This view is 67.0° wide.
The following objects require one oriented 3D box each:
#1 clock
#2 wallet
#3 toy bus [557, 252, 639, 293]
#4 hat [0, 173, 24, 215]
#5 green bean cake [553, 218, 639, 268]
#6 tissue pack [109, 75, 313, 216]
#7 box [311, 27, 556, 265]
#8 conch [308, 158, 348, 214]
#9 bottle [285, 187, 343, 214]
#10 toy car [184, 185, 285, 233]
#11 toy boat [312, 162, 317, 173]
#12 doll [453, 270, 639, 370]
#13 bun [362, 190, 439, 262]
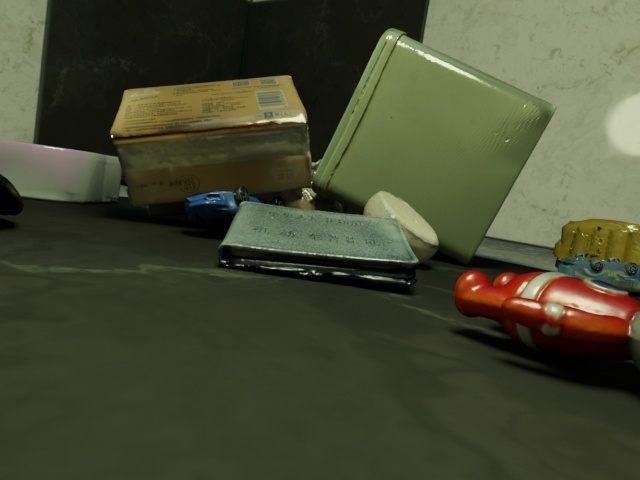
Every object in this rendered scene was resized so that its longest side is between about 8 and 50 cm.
[{"bbox_3d":[-0.599,-0.148,1.010,0.339,0.102,0.338,8,5,-1],"label":"clock"},{"bbox_3d":[0.000,-0.002,0.581,0.222,0.036,0.167,8,21,-3],"label":"wallet"},{"bbox_3d":[0.495,0.058,0.851,0.153,0.061,0.051,6,7,-11],"label":"toy bus"},{"bbox_3d":[-0.522,-0.131,0.507,0.382,0.257,0.366,-10,0,22],"label":"hat"},{"bbox_3d":[0.639,0.031,0.999,0.230,0.131,0.224,7,4,-23],"label":"green bean cake"},{"bbox_3d":[-0.180,-0.150,0.865,0.306,0.238,0.238,-8,8,-8],"label":"tissue pack"},{"bbox_3d":[0.218,-0.178,0.970,0.344,0.351,0.177,29,10,12],"label":"box"},{"bbox_3d":[-0.041,-0.136,1.325,0.241,0.186,0.313,13,3,29],"label":"conch"},{"bbox_3d":[-0.031,-0.063,1.070,0.097,0.110,0.209,54,17,13],"label":"bottle"},{"bbox_3d":[-0.134,-0.042,0.793,0.103,0.063,0.216,-10,-6,23],"label":"toy car"},{"bbox_3d":[-0.140,-0.118,1.121,0.270,0.140,0.141,-3,4,8],"label":"toy boat"},{"bbox_3d":[0.210,0.060,0.315,0.142,0.076,0.245,4,3,-38],"label":"doll"},{"bbox_3d":[0.119,-0.009,0.795,0.138,0.094,0.138,36,23,-18],"label":"bun"}]
